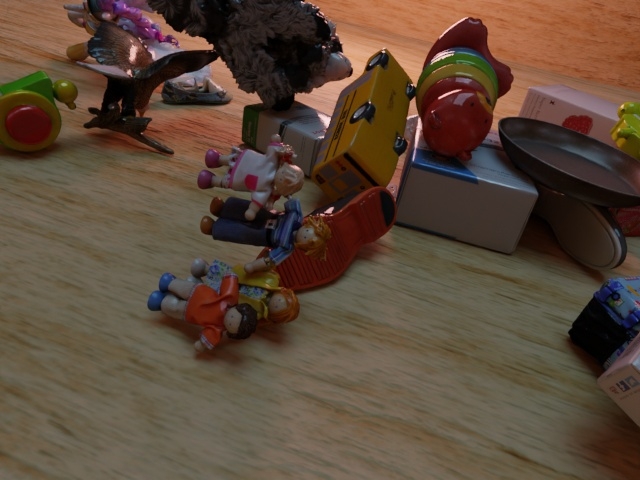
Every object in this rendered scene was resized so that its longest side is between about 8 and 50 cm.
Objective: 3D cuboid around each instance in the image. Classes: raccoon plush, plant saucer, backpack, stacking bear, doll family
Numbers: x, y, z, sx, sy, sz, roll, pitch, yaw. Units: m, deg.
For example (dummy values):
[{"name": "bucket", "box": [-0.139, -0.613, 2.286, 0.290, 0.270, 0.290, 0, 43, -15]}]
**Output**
[{"name": "raccoon plush", "box": [-0.124, -0.472, 1.037, 0.446, 0.216, 0.299, 40, 24, -14]}, {"name": "plant saucer", "box": [0.468, -0.144, 0.904, 0.310, 0.050, 0.311, 12, 34, -9]}, {"name": "backpack", "box": [0.436, 0.140, 0.617, 0.158, 0.117, 0.173, 1, 36, -15]}, {"name": "stacking bear", "box": [0.252, -0.256, 0.895, 0.175, 0.164, 0.289, 48, 37, -22]}, {"name": "doll family", "box": [-0.077, 0.011, 0.595, 0.163, 0.263, 0.118, 13, -10, 26]}]

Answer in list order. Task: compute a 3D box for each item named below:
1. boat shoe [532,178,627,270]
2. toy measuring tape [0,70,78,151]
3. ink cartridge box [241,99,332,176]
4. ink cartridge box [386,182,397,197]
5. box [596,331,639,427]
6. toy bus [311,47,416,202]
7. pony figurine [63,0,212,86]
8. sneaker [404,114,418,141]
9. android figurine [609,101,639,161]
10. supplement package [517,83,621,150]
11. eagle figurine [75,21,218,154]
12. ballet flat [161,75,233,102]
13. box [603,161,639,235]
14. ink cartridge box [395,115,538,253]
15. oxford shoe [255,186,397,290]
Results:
[{"name": "boat shoe", "box": [0.487, -0.060, 0.947, 0.095, 0.112, 0.335, -2, 31, -13]}, {"name": "toy measuring tape", "box": [-0.570, -0.183, 0.839, 0.330, 0.121, 0.121, -33, 49, -20]}, {"name": "ink cartridge box", "box": [-0.044, -0.227, 1.056, 0.208, 0.087, 0.153, 31, 36, 29]}, {"name": "ink cartridge box", "box": [0.089, -0.099, 0.955, 0.115, 0.029, 0.063, 15, 33, 4]}, {"name": "box", "box": [0.463, 0.195, 0.473, 0.232, 0.058, 0.322, -28, 67, -31]}, {"name": "toy bus", "box": [0.091, -0.224, 0.932, 0.108, 0.130, 0.333, 40, 45, -25]}, {"name": "pony figurine", "box": [-0.472, -0.542, 1.255, 0.350, 0.303, 0.363, -8, 11, -30]}, {"name": "sneaker", "box": [0.289, -0.293, 1.288, 0.235, 0.090, 0.094, -7, 24, -33]}, {"name": "android figurine", "box": [0.727, -0.203, 1.025, 0.272, 0.056, 0.248, -5, 50, -26]}, {"name": "supplement package", "box": [0.684, -0.277, 1.286, 0.175, 0.178, 0.293, -16, 41, -36]}, {"name": "eagle figurine", "box": [-0.366, -0.341, 1.009, 0.225, 0.226, 0.299, -7, 56, 47]}, {"name": "ballet flat", "box": [-0.305, -0.381, 1.233, 0.188, 0.070, 0.070, -15, 41, -35]}, {"name": "box", "box": [0.695, -0.093, 1.047, 0.256, 0.128, 0.123, 0, 36, -18]}, {"name": "ink cartridge box", "box": [0.277, -0.129, 0.968, 0.223, 0.129, 0.307, 15, 32, 6]}, {"name": "oxford shoe", "box": [0.000, 0.000, 0.743, 0.271, 0.097, 0.098, -28, 14, -36]}]
